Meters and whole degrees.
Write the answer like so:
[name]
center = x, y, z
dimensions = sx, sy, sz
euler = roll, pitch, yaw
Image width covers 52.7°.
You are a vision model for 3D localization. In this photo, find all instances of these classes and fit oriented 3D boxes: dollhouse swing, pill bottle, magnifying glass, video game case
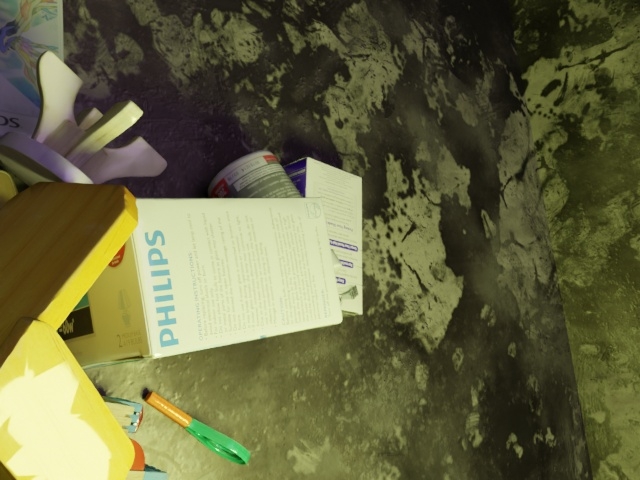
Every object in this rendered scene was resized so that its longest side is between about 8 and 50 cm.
[dollhouse swing]
center = -0.351, 0.135, 0.840
dimensions = 0.305, 0.347, 0.315
euler = -46, 127, -37
[pill bottle]
center = -0.091, -0.027, 1.312
dimensions = 0.161, 0.161, 0.283
euler = -24, 75, -45
[magnifying glass]
center = -0.227, 0.352, 1.204
dimensions = 0.231, 0.092, 0.026
euler = 38, 58, -18
[video game case]
center = -0.578, -0.331, 1.069
dimensions = 0.300, 0.036, 0.329
euler = 4, 76, -43

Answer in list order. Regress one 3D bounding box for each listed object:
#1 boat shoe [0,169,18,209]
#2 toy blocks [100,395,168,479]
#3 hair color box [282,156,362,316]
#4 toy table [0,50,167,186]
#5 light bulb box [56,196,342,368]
[boat shoe]
center = -0.500, -0.035, 1.021
dimensions = 0.068, 0.072, 0.190
euler = 6, 62, -43
[toy blocks]
center = -0.362, 0.387, 0.991
dimensions = 0.261, 0.191, 0.381
euler = 27, 71, -47
[hair color box]
center = 0.000, 0.000, 1.489
dimensions = 0.185, 0.110, 0.338
euler = 15, 67, -41
[toy table]
center = -0.383, -0.149, 1.014
dimensions = 0.161, 0.274, 0.252
euler = -54, 134, -18
[light bulb box]
center = -0.223, 0.073, 1.079
dimensions = 0.361, 0.358, 0.225
euler = -4, 81, -43
